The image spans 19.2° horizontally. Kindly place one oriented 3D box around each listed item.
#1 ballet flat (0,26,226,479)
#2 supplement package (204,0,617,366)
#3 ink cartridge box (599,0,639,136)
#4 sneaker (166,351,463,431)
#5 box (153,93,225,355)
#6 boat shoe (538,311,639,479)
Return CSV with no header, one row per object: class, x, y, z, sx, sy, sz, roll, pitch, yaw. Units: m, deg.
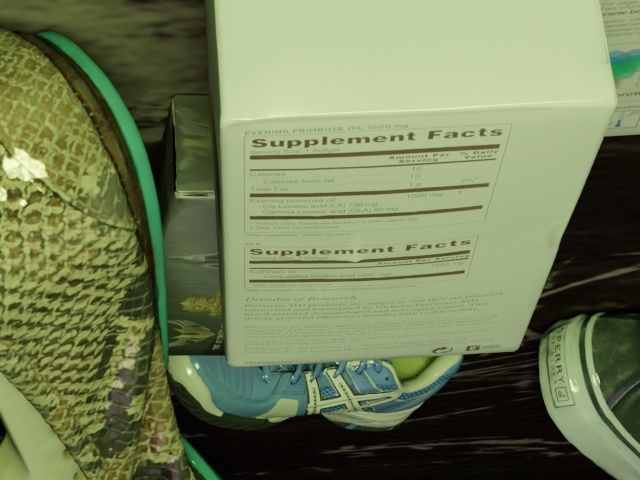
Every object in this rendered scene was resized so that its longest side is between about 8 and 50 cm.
ballet flat,-0.135,0.100,0.936,0.182,0.164,0.483,-37,145,-16
supplement package,0.023,-0.055,0.746,0.133,0.139,0.244,-3,157,-4
ink cartridge box,0.184,-0.128,0.696,0.185,0.065,0.311,-4,161,-4
sneaker,-0.003,0.068,1.145,0.211,0.080,0.081,3,153,-42
box,0.000,0.000,0.988,0.183,0.056,0.231,1,158,-12
boat shoe,0.274,0.131,1.271,0.119,0.121,0.335,-13,155,33
